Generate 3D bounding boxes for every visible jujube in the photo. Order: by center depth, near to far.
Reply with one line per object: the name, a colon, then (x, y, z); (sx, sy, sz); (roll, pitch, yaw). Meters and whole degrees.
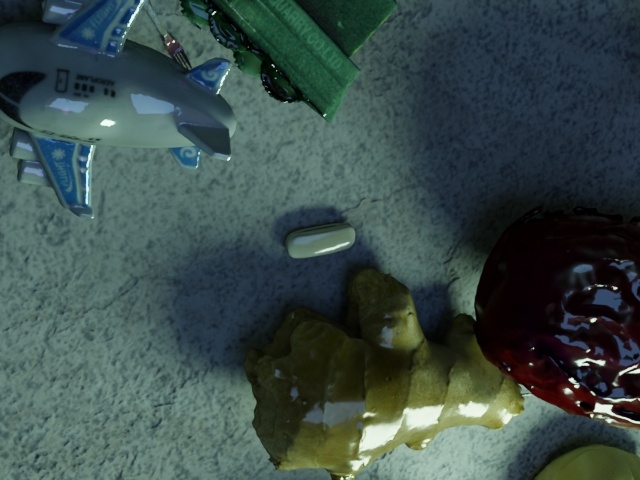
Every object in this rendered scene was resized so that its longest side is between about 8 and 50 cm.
jujube: (0.363, 0.094, 1.635); (0.376, 0.258, 0.258); (13, 110, -14)

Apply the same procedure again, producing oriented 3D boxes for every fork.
fork: (-0.165, -0.221, 1.387); (0.016, 0.012, 0.115); (-36, 119, -6)

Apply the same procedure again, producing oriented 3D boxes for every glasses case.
glasses case: (0.000, 0.000, 1.562); (0.083, 0.021, 0.032); (-11, 119, -17)

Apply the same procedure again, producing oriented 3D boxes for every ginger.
ginger: (0.081, 0.152, 1.646); (0.375, 0.166, 0.236); (-12, 85, -43)

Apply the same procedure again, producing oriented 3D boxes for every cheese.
cheese: (0.373, 0.392, 1.873); (0.214, 0.117, 0.226); (25, 109, -35)

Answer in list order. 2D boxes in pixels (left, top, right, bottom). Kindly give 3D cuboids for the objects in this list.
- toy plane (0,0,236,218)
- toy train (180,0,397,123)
toy plane: (-0.211, -0.141, 1.323); (0.267, 0.123, 0.267); (-3, 123, -4)
toy train: (-0.057, -0.270, 1.335); (0.178, 0.138, 0.330); (-47, 124, 1)
